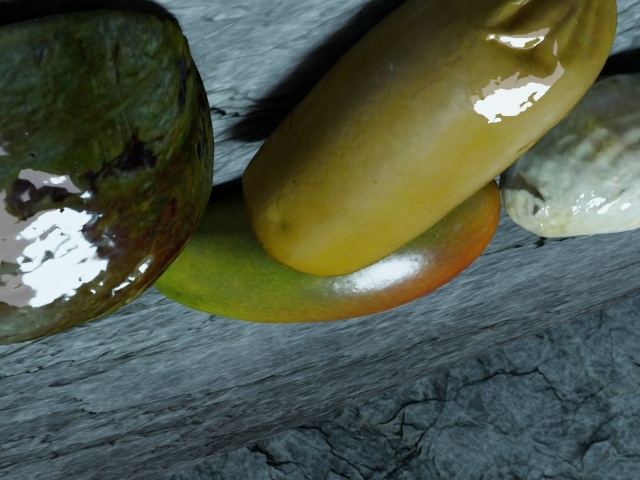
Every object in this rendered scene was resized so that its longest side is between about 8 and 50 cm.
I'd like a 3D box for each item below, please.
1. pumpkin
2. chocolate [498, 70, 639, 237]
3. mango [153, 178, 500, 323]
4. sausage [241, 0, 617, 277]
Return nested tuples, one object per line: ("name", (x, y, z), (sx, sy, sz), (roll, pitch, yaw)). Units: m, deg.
("pumpkin", (-0.133, -0.035, 0.980), (0.169, 0.148, 0.312), (-23, 172, 43))
("chocolate", (0.289, -0.091, 1.413), (0.309, 0.134, 0.134), (-20, 169, -1))
("mango", (0.002, 0.000, 1.405), (0.289, 0.129, 0.146), (-11, 172, 10))
("sausage", (0.066, -0.080, 1.143), (0.134, 0.116, 0.354), (24, 148, -17))
